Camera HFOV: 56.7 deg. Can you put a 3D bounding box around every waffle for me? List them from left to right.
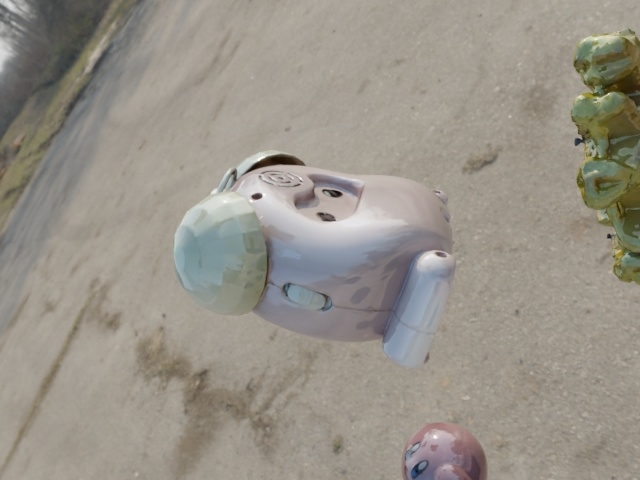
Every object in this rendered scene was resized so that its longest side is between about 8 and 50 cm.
[{"bbox_3d":[0.218,-0.049,0.378,0.046,0.192,0.160,-3,100,50],"label":"waffle"}]

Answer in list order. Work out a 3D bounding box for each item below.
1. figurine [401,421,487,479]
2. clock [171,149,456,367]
[{"bbox_3d":[0.096,0.177,0.467,0.083,0.067,0.071,-89,16,-58],"label":"figurine"},{"bbox_3d":[0.000,0.000,0.785,0.342,0.326,0.184,-63,-15,-71],"label":"clock"}]
